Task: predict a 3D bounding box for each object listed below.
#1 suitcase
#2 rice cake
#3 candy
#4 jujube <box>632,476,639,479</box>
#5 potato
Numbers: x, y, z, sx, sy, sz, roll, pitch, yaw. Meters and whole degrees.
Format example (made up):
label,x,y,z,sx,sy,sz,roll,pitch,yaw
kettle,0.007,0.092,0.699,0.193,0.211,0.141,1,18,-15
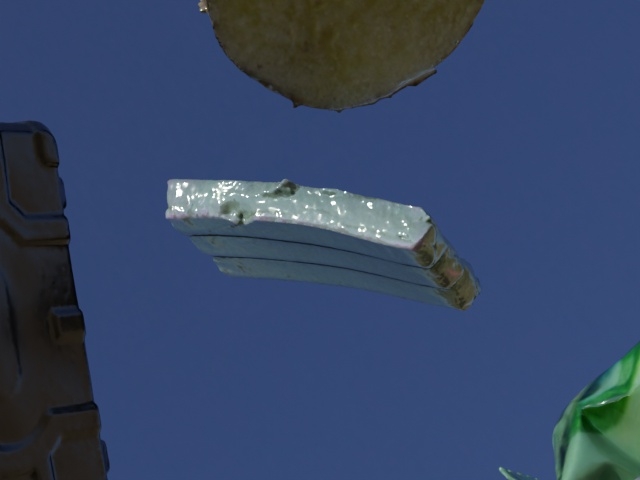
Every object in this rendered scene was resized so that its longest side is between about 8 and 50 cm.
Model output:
label,x,y,z,sx,sy,sz,roll,pitch,yaw
suitcase,-0.230,0.062,1.268,0.066,0.285,0.206,-13,-7,33
rice cake,0.000,0.000,1.471,0.127,0.237,0.043,45,-121,-52
candy,0.381,0.145,2.036,0.398,0.172,0.263,-50,-24,-3
jujube,0.237,0.226,0.972,0.247,0.308,0.215,-6,-58,12
potato,0.023,-0.244,1.603,0.239,0.116,0.299,25,-93,-13
